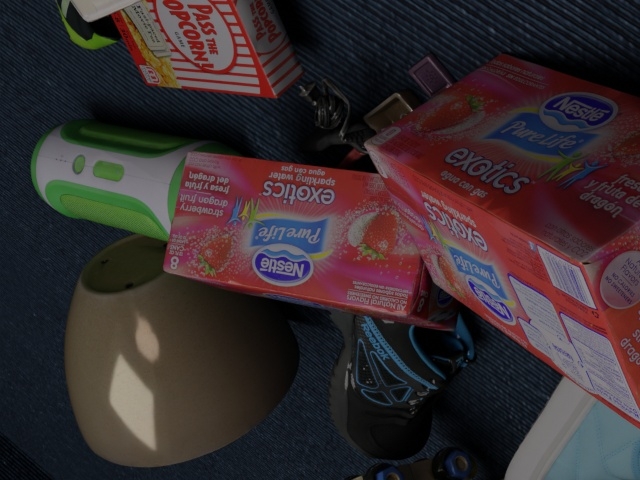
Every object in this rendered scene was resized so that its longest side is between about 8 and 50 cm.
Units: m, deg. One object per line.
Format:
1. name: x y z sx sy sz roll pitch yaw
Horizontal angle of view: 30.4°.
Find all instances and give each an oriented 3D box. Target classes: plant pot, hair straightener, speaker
1. plant pot: -0.188 0.098 1.394 0.284 0.284 0.191 13 133 43
2. hair straightener: 0.004 -0.100 1.057 0.089 0.047 0.230 48 178 -3
3. speaker: -0.209 -0.068 1.361 0.297 0.131 0.131 13 138 43

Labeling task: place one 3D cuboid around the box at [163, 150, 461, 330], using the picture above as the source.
1. box: 0.000 0.000 1.092 0.257 0.122 0.128 9 173 26

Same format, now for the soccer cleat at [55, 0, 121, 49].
1. soccer cleat: -0.270 -0.281 1.250 0.072 0.060 0.179 0 135 39

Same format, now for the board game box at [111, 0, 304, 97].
1. board game box: -0.119 -0.210 1.092 0.193 0.045 0.146 11 137 44

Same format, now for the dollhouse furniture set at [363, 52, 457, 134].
1. dollhouse furniture set: 0.074 -0.087 1.031 0.091 0.081 0.114 49 150 -6

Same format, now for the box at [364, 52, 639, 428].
1. box: 0.177 -0.012 0.842 0.154 0.142 0.300 62 169 -27

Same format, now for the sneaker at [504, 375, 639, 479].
1. sneaker: 0.275 0.190 1.074 0.150 0.135 0.366 38 150 19

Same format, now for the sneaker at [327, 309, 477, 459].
1. sneaker: 0.088 0.136 1.246 0.140 0.125 0.340 26 145 32

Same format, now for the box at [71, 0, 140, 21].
1. box: -0.037 -0.274 0.707 0.148 0.311 0.121 -4 125 54

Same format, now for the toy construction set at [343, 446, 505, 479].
1. toy construction set: 0.133 0.342 1.297 0.151 0.328 0.215 -30 69 36
